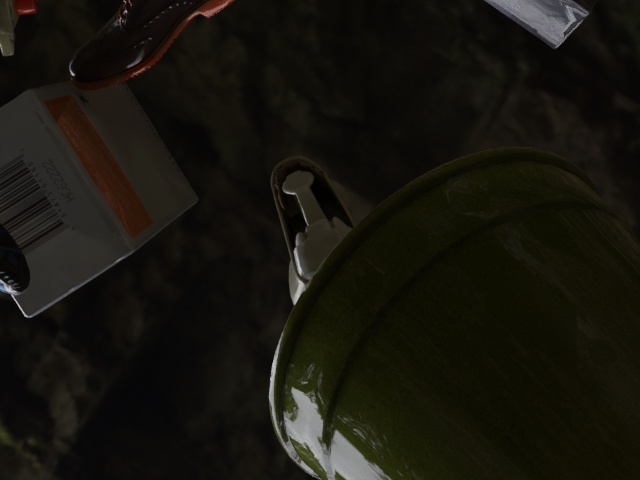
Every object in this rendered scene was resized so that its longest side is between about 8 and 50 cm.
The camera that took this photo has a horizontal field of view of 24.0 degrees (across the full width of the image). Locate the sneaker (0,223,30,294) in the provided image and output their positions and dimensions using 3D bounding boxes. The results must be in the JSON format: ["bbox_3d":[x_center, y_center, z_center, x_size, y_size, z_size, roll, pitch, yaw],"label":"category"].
[{"bbox_3d":[-0.394,0.002,1.528,0.211,0.081,0.080,31,-157,-21],"label":"sneaker"}]

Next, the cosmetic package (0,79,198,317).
[{"bbox_3d":[-0.315,-0.076,1.942,0.230,0.161,0.453,57,-171,-6],"label":"cosmetic package"}]

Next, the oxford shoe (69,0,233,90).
[{"bbox_3d":[-0.212,-0.287,1.823,0.098,0.271,0.097,41,-163,-47],"label":"oxford shoe"}]

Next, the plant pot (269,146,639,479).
[{"bbox_3d":[0.205,0.168,1.232,0.366,0.366,0.353,1,-148,-39],"label":"plant pot"}]

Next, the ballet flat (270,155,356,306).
[{"bbox_3d":[0.000,0.000,1.352,0.086,0.086,0.248,15,-154,-22],"label":"ballet flat"}]

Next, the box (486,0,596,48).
[{"bbox_3d":[0.143,-0.269,1.005,0.183,0.056,0.231,34,-116,-4],"label":"box"}]

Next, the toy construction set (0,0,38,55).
[{"bbox_3d":[-0.418,-0.159,1.416,0.215,0.327,0.151,-106,-5,-82],"label":"toy construction set"}]
